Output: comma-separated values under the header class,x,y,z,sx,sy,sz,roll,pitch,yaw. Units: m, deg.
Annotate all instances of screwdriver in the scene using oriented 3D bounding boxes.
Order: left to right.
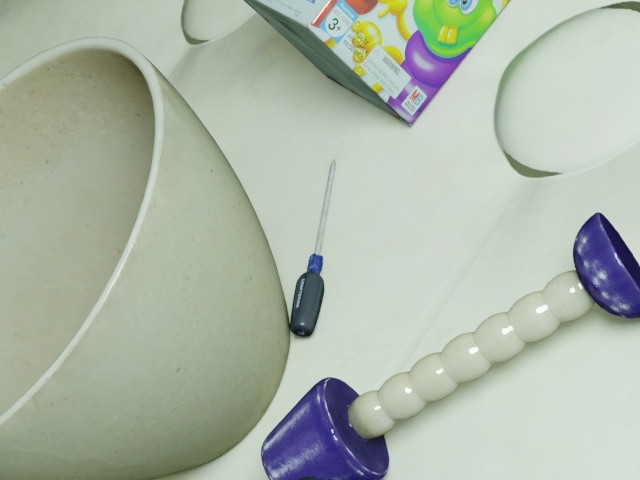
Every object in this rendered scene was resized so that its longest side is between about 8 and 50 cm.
class,x,y,z,sx,sy,sz,roll,pitch,yaw
screwdriver,0.000,0.000,0.911,0.025,0.024,0.170,134,152,-57

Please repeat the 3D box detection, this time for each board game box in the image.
class,x,y,z,sx,sy,sz,roll,pitch,yaw
board game box,0.082,-0.258,0.924,0.275,0.142,0.144,-52,40,1

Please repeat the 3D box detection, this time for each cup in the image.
class,x,y,z,sx,sy,sz,roll,pitch,yaw
cup,-0.160,0.052,0.857,0.331,0.237,0.331,-23,48,29

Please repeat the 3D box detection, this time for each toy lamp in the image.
class,x,y,z,sx,sy,sz,roll,pitch,yaw
toy lamp,0.080,0.086,0.733,0.274,0.080,0.080,-33,44,20

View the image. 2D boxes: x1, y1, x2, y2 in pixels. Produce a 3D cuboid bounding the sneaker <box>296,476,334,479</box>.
class,x,y,z,sx,sy,sz,roll,pitch,yaw
sneaker,0.047,0.183,0.639,0.293,0.146,0.102,-16,52,35
